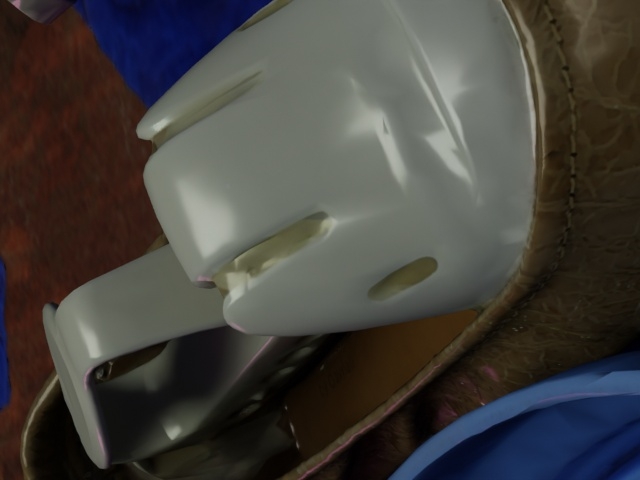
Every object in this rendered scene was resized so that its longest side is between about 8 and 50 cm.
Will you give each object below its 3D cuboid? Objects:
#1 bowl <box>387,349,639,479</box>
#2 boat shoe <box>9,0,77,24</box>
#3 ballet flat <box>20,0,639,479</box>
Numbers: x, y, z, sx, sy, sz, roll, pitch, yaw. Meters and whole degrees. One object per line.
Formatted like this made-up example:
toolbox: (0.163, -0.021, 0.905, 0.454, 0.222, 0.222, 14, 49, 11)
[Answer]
bowl: (0.129, 0.206, 0.391, 0.391, 0.077, 0.391, 31, 128, 51)
boat shoe: (-0.104, -0.178, 0.649, 0.079, 0.084, 0.233, -36, 57, 17)
ballet flat: (0.000, 0.000, 0.476, 0.342, 0.124, 0.116, -46, 63, 55)
